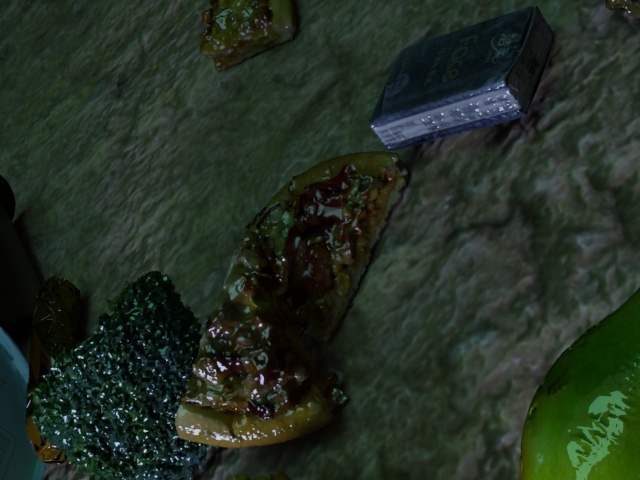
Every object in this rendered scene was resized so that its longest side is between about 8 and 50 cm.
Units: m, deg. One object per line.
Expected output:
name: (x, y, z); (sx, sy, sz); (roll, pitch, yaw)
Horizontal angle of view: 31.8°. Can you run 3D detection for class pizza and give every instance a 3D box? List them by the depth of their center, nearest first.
pizza: (-0.059, 0.085, 0.999); (0.154, 0.069, 0.193); (-6, 80, 9)
pizza: (0.000, 0.000, 1.074); (0.201, 0.053, 0.193); (-29, 48, 29)
pizza: (-0.094, -0.265, 1.340); (0.134, 0.046, 0.175); (-57, 41, 1)

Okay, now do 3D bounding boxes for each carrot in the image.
carrot: (-0.301, 0.145, 1.281); (0.069, 0.069, 0.228); (-34, 45, 26)

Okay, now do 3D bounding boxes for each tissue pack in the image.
tissue pack: (0.129, -0.148, 1.029); (0.156, 0.051, 0.112); (-11, 42, 41)

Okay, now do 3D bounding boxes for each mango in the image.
mango: (0.212, 0.104, 0.757); (0.125, 0.111, 0.232); (19, 79, 44)

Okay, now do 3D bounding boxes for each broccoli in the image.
broccoli: (-0.181, 0.129, 1.112); (0.194, 0.194, 0.219); (30, 112, 50)

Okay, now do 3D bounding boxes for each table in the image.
table: (-0.439, 0.035, 1.428); (0.167, 0.167, 0.226); (-46, 50, 13)

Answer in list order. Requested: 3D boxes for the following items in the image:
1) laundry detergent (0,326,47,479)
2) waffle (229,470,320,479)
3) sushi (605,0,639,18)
laundry detergent: (-0.511, 0.240, 1.252); (0.305, 0.287, 0.287); (-30, 48, 29)
waffle: (-0.049, 0.334, 0.907); (0.260, 0.069, 0.292); (7, 72, 50)
sushi: (0.243, -0.269, 0.933); (0.115, 0.147, 0.212); (-45, 46, 14)
